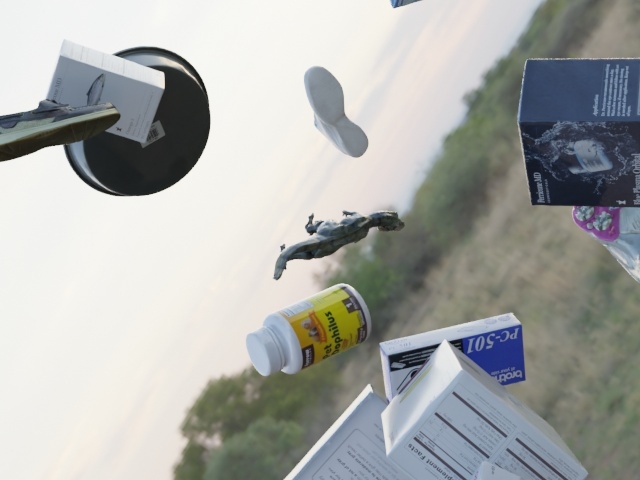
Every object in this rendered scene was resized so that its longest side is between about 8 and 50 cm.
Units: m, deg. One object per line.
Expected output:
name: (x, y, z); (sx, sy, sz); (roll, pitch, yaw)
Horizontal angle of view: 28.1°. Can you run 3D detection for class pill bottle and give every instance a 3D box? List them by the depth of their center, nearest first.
pill bottle: (-0.023, 0.166, 2.300); (0.215, 0.117, 0.117); (-23, -21, -27)

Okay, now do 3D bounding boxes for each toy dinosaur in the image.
toy dinosaur: (0.000, 0.000, 1.887); (0.268, 0.064, 0.118); (-25, 13, -36)

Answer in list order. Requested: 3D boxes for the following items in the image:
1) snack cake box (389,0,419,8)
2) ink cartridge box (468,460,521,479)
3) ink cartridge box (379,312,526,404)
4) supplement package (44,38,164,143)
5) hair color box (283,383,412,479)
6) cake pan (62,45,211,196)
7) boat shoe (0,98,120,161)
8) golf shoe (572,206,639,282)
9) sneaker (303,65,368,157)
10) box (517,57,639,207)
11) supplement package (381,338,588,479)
snack cake box: (0.166, -0.421, 1.664); (0.152, 0.089, 0.264); (-18, -17, -10)
ink cartridge box: (0.176, 0.322, 1.446); (0.088, 0.052, 0.122); (-70, 4, -48)
ink cartridge box: (0.195, 0.179, 1.880); (0.046, 0.207, 0.097); (-124, 25, -65)
supplement package: (-0.361, -0.249, 2.133); (0.105, 0.179, 0.105); (-107, 36, -65)
hair color box: (0.026, 0.438, 2.088); (0.374, 0.185, 0.113); (-48, 1, 0)
cake pan: (-0.321, -0.205, 2.314); (0.293, 0.054, 0.293); (-17, -57, -27)
boat shoe: (-0.427, -0.187, 2.002); (0.224, 0.073, 0.080); (-19, -14, -20)
golf shoe: (0.451, 0.023, 1.624); (0.115, 0.140, 0.306); (-43, 39, 6)
sneaker: (0.010, -0.254, 2.542); (0.080, 0.212, 0.094); (-42, 30, -22)
box: (0.304, -0.115, 1.393); (0.156, 0.158, 0.093); (68, -151, -53)
supplement package: (0.201, 0.261, 1.653); (0.145, 0.204, 0.262); (-51, 2, 3)
